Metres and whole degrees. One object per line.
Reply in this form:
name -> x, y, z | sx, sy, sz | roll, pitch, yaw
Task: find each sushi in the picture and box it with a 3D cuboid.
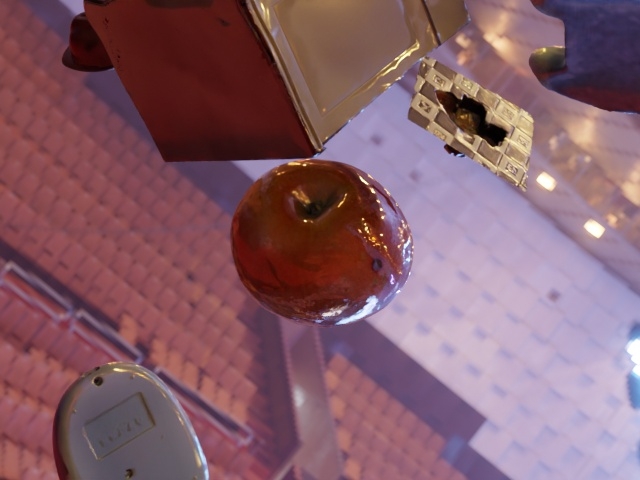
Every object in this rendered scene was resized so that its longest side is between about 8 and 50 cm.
sushi -> 0.219, -0.169, 1.914 | 0.210, 0.193, 0.040 | 29, -48, -11

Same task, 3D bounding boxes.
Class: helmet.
helmet -> -0.283, -0.260, 1.604 | 0.111, 0.089, 0.057 | 0, -39, 17

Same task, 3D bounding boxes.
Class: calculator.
calculator -> -0.234, 0.294, 1.619 | 0.041, 0.185, 0.299 | 11, -55, 56

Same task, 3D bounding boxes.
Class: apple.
apple -> 0.000, 0.000, 1.768 | 0.253, 0.253, 0.253 | 39, -7, 6

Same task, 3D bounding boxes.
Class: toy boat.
toy boat -> 0.420, -0.263, 1.577 | 0.329, 0.123, 0.215 | 7, -42, 21

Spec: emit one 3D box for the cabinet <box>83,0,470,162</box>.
cabinet -> -0.045, -0.271, 1.488 | 0.290, 0.318, 0.227 | 2, -53, 48
